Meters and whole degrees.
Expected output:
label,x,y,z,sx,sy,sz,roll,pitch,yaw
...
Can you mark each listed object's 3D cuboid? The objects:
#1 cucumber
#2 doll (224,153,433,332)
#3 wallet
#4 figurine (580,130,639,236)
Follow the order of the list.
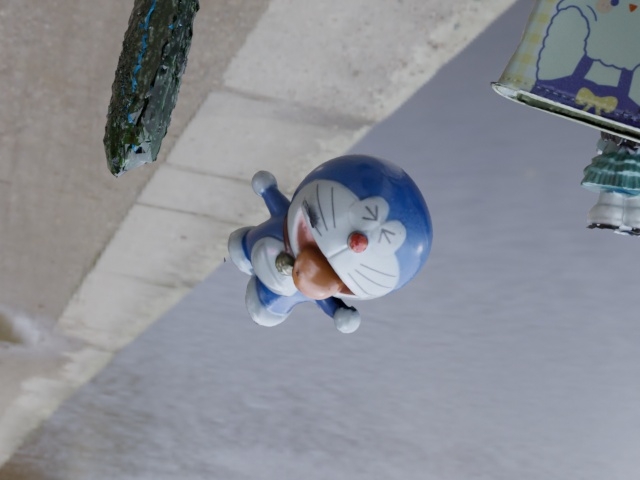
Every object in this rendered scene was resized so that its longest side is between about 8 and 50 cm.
label,x,y,z,sx,sy,sz,roll,pitch,yaw
cucumber,-0.094,-0.158,0.629,0.043,0.256,0.044,14,161,-16
doll,0.000,0.000,1.148,0.257,0.215,0.161,-30,176,37
wallet,0.342,-0.263,1.068,0.223,0.309,0.077,24,179,20
figurine,0.383,-0.132,1.284,0.138,0.245,0.110,9,179,-7
